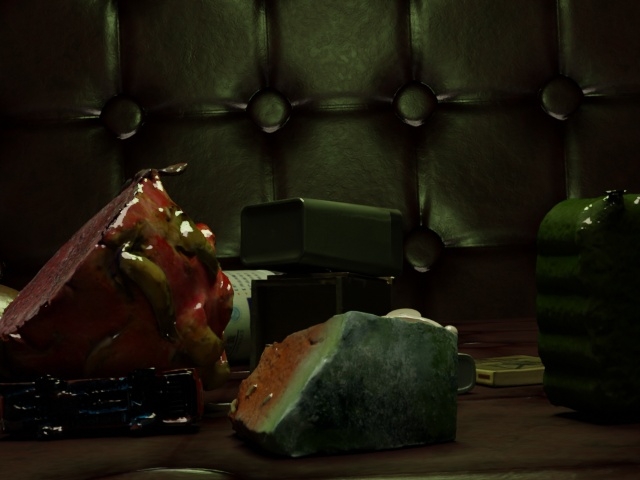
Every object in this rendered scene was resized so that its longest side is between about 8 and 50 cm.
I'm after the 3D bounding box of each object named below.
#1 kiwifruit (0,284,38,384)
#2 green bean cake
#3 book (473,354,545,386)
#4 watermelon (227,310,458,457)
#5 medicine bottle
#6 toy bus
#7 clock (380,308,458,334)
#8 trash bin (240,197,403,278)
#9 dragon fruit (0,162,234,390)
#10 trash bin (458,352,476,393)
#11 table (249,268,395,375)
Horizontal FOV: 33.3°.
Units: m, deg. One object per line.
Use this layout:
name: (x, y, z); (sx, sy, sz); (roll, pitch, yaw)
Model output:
kiwifruit: (-0.488, 0.147, 1.488); (0.234, 0.195, 0.196); (4, 0, 16)
green bean cake: (0.374, 0.068, 1.201); (0.250, 0.246, 0.156); (-3, -1, -15)
book: (0.286, 0.197, 1.631); (0.161, 0.026, 0.231); (-2, -2, -17)
watermelon: (-0.001, 0.159, 1.120); (0.193, 0.139, 0.257); (7, -14, -25)
medicine bottle: (-0.236, 0.156, 2.124); (0.332, 0.189, 0.190); (-1, -3, -41)
toy bus: (-0.249, 0.186, 1.220); (0.235, 0.073, 0.096); (-3, -9, 1)
clock: (0.093, 0.156, 1.354); (0.156, 0.063, 0.229); (-1, 26, 14)
trash bin: (0.000, 0.000, 1.799); (0.164, 0.122, 0.241); (-7, -10, 44)
dragon fruit: (-0.225, 0.097, 1.382); (0.314, 0.263, 0.296); (-41, 16, 15)
trash bin: (0.134, 0.183, 1.486); (0.116, 0.059, 0.130); (-4, 0, -23)
table: (0.006, 0.133, 1.723); (0.169, 0.172, 0.193); (-3, -6, 29)
